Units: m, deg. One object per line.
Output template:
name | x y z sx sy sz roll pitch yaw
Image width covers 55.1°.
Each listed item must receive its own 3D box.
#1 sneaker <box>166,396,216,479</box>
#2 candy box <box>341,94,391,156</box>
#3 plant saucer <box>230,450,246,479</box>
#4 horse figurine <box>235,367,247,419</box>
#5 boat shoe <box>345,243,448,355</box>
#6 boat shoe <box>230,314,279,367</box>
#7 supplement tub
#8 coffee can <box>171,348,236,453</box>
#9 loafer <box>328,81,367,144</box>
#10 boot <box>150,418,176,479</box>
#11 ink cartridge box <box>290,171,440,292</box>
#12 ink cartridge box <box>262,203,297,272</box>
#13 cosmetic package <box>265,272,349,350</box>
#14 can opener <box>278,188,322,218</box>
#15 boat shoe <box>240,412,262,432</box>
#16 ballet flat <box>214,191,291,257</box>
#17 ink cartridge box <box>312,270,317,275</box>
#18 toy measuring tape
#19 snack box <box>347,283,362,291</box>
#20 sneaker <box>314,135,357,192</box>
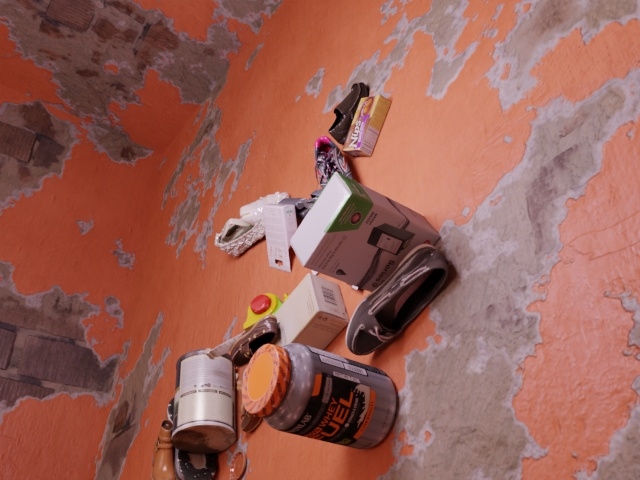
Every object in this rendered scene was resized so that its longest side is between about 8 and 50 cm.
sneaker | -0.468 0.705 2.102 0.182 0.158 0.410 -64 25 23
candy box | 0.142 -0.356 1.921 0.109 0.053 0.186 13 80 61
plant saucer | -0.249 0.685 1.867 0.083 0.013 0.083 -40 37 40
horse figurine | -0.210 0.410 1.944 0.263 0.066 0.174 -59 19 18
boat shoe | 0.174 0.156 1.433 0.335 0.112 0.095 -54 26 16
boat shoe | -0.192 0.300 1.753 0.207 0.073 0.073 -52 30 26
supplement tub | -0.003 0.346 1.379 0.194 0.316 0.193 -39 39 42
coffee can | -0.377 0.523 2.005 0.201 0.202 0.275 -46 34 33
loafer | 0.089 -0.432 2.039 0.080 0.078 0.219 11 79 61
boot | -0.488 0.669 1.933 0.197 0.073 0.152 26 104 60
ink cartridge box | 0.110 -0.004 1.474 0.211 0.289 0.121 -57 33 18
ink cartridge box | -0.133 -0.013 2.112 0.181 0.056 0.224 10 111 62
cosmetic package | -0.062 0.261 1.758 0.309 0.113 0.160 -51 32 25
can opener | -0.042 -0.123 2.071 0.095 0.076 0.283 -40 21 -20
boat shoe | -0.201 0.508 1.864 0.178 0.060 0.064 -56 30 19
ballet flat | -0.275 -0.061 2.334 0.409 0.147 0.146 -39 39 39
ink cartridge box | 0.000 0.000 1.886 0.198 0.067 0.115 -54 31 23
toy measuring tape | -0.225 0.258 1.960 0.330 0.121 0.121 -31 36 4
snack box | 0.128 0.049 1.681 0.064 0.022 0.178 26 92 60
sneaker | 0.034 -0.209 1.891 0.121 0.112 0.299 -25 39 2
